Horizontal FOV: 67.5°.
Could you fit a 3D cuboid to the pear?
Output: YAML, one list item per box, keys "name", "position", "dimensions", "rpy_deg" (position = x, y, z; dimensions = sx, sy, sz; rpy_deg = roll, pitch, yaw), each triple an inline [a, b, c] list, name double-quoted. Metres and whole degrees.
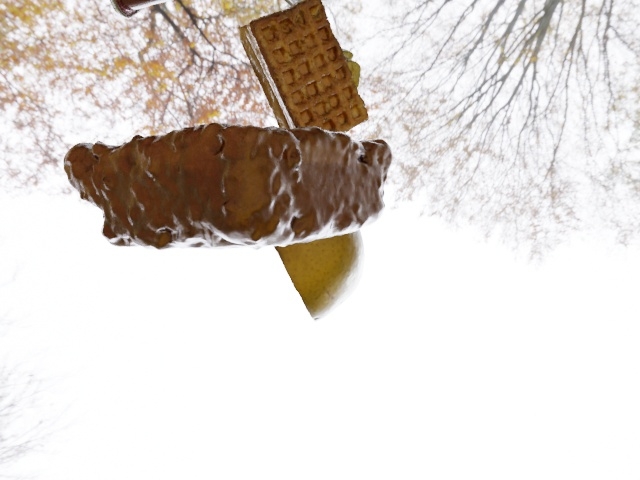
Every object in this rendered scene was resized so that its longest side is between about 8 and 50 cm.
- name: "pear"
  position: [0.000, 0.000, 1.100]
  dimensions: [0.191, 0.386, 0.340]
  rpy_deg: [-25, -125, 2]

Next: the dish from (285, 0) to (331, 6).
- name: "dish"
  position: [-0.061, -0.744, 1.422]
  dimensions: [0.151, 0.212, 0.077]
  rpy_deg: [43, -57, 0]

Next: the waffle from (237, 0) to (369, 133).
- name: "waffle"
  position: [-0.033, -0.373, 1.091]
  dimensions: [0.213, 0.091, 0.308]
  rpy_deg: [-36, -67, -28]

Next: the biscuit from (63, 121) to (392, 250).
- name: "biscuit"
  position: [-0.130, -0.076, 0.724]
  dimensions: [0.395, 0.342, 0.166]
  rpy_deg: [3, -80, 38]

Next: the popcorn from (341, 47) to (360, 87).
- name: "popcorn"
  position: [0.017, -0.454, 1.323]
  dimensions: [0.187, 0.167, 0.185]
  rpy_deg: [23, -144, -12]

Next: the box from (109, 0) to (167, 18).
- name: "box"
  position: [-0.306, -0.585, 0.937]
  dimensions: [0.167, 0.193, 0.294]
  rpy_deg: [-1, -135, 19]
